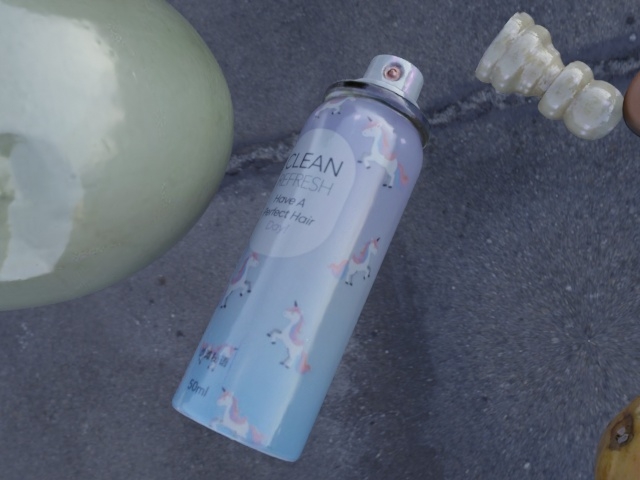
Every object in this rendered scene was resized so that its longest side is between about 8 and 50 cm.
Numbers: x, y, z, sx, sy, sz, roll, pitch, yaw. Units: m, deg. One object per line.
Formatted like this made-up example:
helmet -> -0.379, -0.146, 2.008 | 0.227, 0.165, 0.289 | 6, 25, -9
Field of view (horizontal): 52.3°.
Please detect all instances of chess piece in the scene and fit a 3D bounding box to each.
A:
chess piece -> 0.423, -0.285, 1.172 | 0.261, 0.143, 0.143 | 39, 98, 16

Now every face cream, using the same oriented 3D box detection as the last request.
face cream -> 0.000, 0.000, 0.366 | 0.075, 0.075, 0.229 | 17, 74, 24

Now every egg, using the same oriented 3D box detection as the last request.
egg -> -0.187, -0.066, 0.398 | 0.269, 0.219, 0.219 | -17, 72, -20

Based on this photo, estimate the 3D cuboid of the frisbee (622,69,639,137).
frisbee -> 0.578, -0.239, 0.971 | 0.251, 0.021, 0.251 | -29, 35, 23

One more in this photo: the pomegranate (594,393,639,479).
pomegranate -> 0.704, 0.461, 1.182 | 0.411, 0.411, 0.411 | -4, 81, 22
